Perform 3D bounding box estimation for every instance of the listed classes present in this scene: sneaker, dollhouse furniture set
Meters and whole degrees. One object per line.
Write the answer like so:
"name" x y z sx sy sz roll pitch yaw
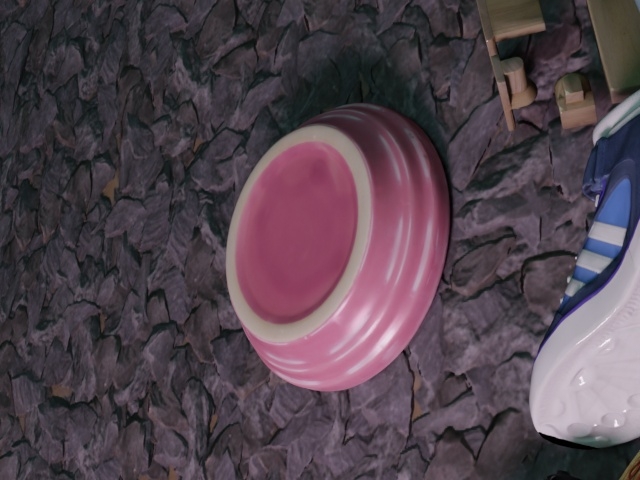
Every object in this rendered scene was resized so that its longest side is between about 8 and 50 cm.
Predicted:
"sneaker" 0.278 0.004 1.178 0.236 0.130 0.322 -81 9 -50
"dollhouse furniture set" 0.247 -0.168 1.319 0.151 0.123 0.144 -13 63 9

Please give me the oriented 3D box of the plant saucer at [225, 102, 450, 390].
"plant saucer" 0.000 0.000 1.509 0.332 0.084 0.332 -21 62 45

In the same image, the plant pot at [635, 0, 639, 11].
"plant pot" 0.379 -0.181 0.993 0.293 0.293 0.196 -16 85 46

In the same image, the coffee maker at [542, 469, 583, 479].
"coffee maker" 0.194 0.317 1.166 0.178 0.120 0.171 -47 70 31

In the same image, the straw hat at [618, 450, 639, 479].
"straw hat" 0.306 0.181 1.097 0.061 0.144 0.144 41 115 7
